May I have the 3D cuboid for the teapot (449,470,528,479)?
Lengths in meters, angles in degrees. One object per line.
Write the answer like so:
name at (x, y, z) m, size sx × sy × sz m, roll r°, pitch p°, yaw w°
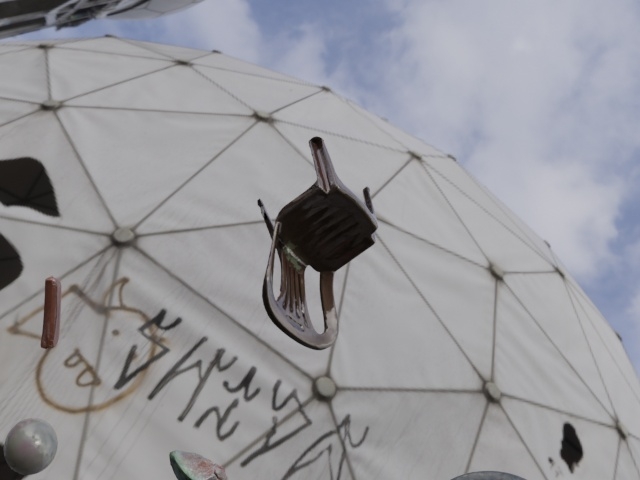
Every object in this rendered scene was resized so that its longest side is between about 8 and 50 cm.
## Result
teapot at (0.286, 0.607, 1.007) m, size 0.300 × 0.253 × 0.344 m, roll -13°, pitch -77°, yaw -6°

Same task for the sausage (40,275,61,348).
sausage at (-0.541, 0.144, 1.195) m, size 0.035 × 0.030 × 0.147 m, roll -1°, pitch -99°, yaw 12°

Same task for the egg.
egg at (-0.615, 0.435, 1.264) m, size 0.103 × 0.135 × 0.103 m, roll -11°, pitch -65°, yaw -25°

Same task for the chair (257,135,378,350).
chair at (0.000, 0.000, 0.997) m, size 0.183 × 0.326 × 0.175 m, roll -38°, pitch -56°, yaw 16°

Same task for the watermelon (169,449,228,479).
watermelon at (-0.312, 0.599, 1.515) m, size 0.180 × 0.094 × 0.081 m, roll 36°, pitch -43°, yaw -5°
